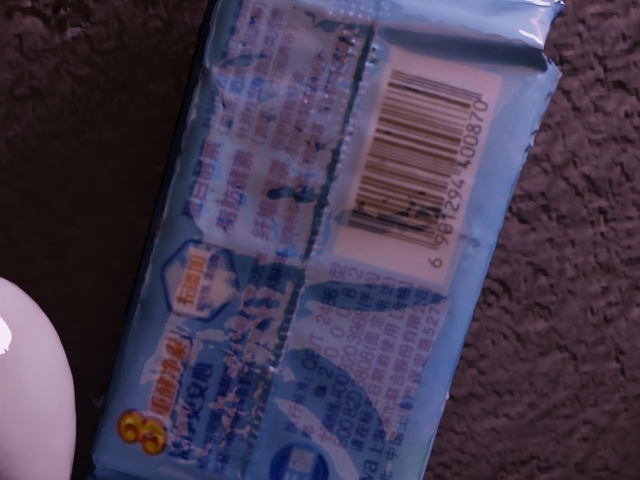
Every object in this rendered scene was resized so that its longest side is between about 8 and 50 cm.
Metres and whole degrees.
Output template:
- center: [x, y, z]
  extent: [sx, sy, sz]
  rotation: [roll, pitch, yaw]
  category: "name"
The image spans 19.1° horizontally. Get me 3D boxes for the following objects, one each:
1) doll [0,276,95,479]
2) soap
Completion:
- center: [-0.073, 0.187, 0.763]
  extent: [0.365, 0.376, 0.187]
  rotation: [31, 68, -11]
  category: "doll"
- center: [0.000, 0.000, 0.828]
  extent: [0.156, 0.077, 0.293]
  rotation: [17, 99, -4]
  category: "soap"
